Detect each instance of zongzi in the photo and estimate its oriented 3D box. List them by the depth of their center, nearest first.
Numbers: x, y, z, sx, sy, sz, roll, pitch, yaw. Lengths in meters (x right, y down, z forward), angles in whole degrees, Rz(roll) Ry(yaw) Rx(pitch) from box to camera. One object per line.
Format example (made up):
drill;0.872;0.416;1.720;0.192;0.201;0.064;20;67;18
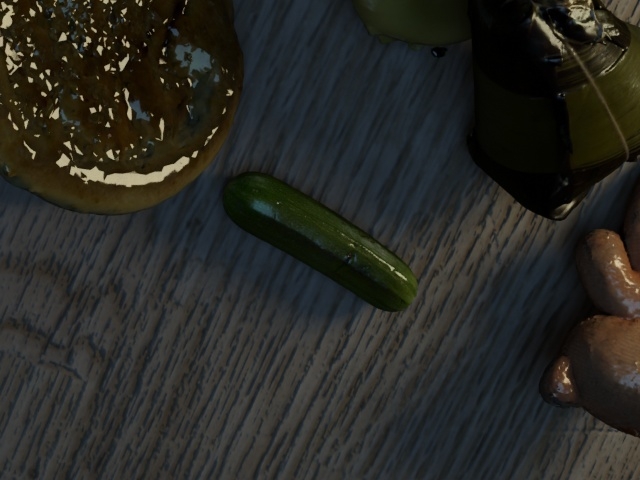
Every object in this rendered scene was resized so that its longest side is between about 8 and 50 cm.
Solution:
zongzi;0.296;-0.200;1.769;0.317;0.154;0.289;-28;147;-14

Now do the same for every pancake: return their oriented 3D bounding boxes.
pancake;-0.222;-0.213;1.648;0.382;0.071;0.382;6;82;-44

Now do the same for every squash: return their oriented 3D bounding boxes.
squash;0.000;0.000;1.840;0.229;0.066;0.066;32;96;-17

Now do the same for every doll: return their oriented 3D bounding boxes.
doll;0.347;0.066;1.902;0.201;0.156;0.303;21;70;-7

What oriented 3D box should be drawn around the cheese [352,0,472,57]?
cheese;0.134;-0.329;1.744;0.259;0.128;0.316;17;111;-21
